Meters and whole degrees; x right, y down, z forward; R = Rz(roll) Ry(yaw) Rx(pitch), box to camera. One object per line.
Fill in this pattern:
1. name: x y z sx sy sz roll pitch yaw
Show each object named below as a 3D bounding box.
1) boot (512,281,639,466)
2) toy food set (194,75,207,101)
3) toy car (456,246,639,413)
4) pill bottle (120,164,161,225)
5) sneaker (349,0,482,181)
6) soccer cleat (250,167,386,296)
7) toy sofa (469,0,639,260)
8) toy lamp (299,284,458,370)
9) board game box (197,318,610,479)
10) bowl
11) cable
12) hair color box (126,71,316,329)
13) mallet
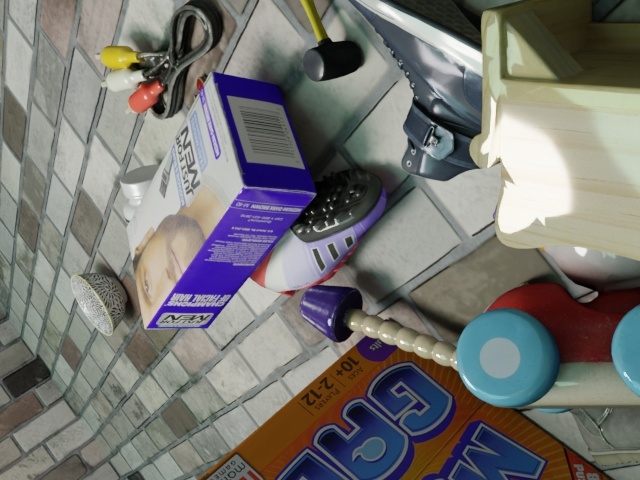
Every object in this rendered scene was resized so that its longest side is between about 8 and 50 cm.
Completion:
1. boot: 0.278 0.126 0.707 0.209 0.076 0.190 57 144 10
2. toy food set: -0.142 -0.199 0.980 0.122 0.019 0.078 43 144 31
3. toy car: 0.230 0.023 0.580 0.210 0.219 0.238 -7 73 27
4. pill bottle: -0.285 -0.036 1.206 0.108 0.108 0.180 17 130 42
5. sneaker: 0.091 -0.159 0.671 0.226 0.086 0.163 41 140 19
6. soccer cleat: 0.000 0.000 0.919 0.116 0.109 0.318 38 145 -19
7. toy sofa: 0.289 -0.069 0.438 0.362 0.150 0.177 16 123 42
8. toy lamp: 0.096 0.118 0.872 0.274 0.080 0.080 16 130 29
9. board game box: 0.088 0.405 0.900 0.356 0.356 0.357 35 141 27
10. bowl: -0.523 0.139 1.661 0.170 0.080 0.170 31 138 32
11. cable: -0.231 -0.247 0.999 0.287 0.072 0.140 -3 121 51
12. hair color box: -0.152 -0.038 0.927 0.339 0.110 0.185 -50 48 43
13. mallet: -0.022 -0.261 0.743 0.039 0.062 0.190 -19 102 54
